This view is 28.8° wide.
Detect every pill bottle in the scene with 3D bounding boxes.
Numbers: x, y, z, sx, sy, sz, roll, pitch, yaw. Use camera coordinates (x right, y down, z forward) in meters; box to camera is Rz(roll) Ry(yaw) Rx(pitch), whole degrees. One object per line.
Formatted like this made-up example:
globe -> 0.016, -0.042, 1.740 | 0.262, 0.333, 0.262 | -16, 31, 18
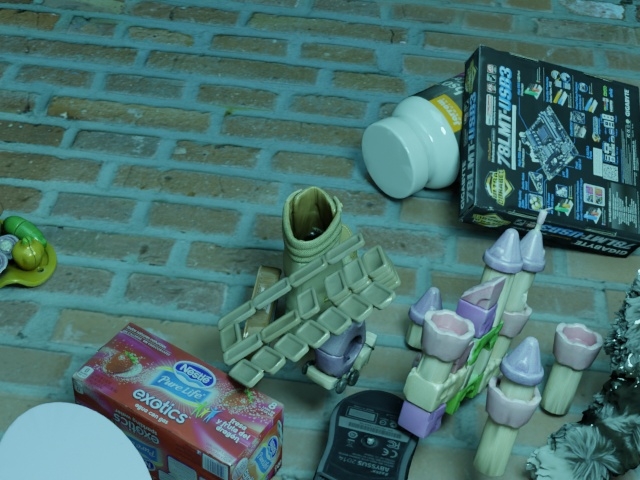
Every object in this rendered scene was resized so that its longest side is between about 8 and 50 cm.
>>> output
pill bottle -> 0.215, -0.181, 2.072 | 0.278, 0.162, 0.162 | -27, 50, -30

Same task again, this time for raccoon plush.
raccoon plush -> 0.461, 0.143, 1.685 | 0.446, 0.299, 0.216 | -33, 81, 16

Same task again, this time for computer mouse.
computer mouse -> 0.045, 0.295, 1.584 | 0.189, 0.072, 0.272 | 15, 34, 12

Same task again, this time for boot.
boot -> 0.000, 0.000, 1.820 | 0.095, 0.203, 0.262 | 8, 37, 13

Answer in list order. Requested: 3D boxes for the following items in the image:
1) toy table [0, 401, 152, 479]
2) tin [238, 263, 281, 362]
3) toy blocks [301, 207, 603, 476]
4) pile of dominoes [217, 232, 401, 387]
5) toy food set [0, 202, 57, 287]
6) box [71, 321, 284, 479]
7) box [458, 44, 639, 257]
toy table -> -0.278, 0.341, 1.458 | 0.252, 0.160, 0.274 | -7, 44, -12
tin -> -0.085, 0.115, 1.762 | 0.040, 0.106, 0.189 | 7, 43, 4
toy blocks -> 0.194, 0.095, 1.637 | 0.309, 0.260, 0.289 | 26, 27, 24
pile of dominoes -> -0.014, 0.100, 1.610 | 0.251, 0.040, 0.196 | -32, 27, 8
toy food set -> -0.499, -0.007, 1.896 | 0.218, 0.071, 0.128 | 28, 47, 25
box -> -0.183, 0.233, 1.608 | 0.257, 0.128, 0.122 | 25, 46, 23
box -> 0.368, -0.142, 1.979 | 0.293, 0.073, 0.295 | 11, 64, -13
